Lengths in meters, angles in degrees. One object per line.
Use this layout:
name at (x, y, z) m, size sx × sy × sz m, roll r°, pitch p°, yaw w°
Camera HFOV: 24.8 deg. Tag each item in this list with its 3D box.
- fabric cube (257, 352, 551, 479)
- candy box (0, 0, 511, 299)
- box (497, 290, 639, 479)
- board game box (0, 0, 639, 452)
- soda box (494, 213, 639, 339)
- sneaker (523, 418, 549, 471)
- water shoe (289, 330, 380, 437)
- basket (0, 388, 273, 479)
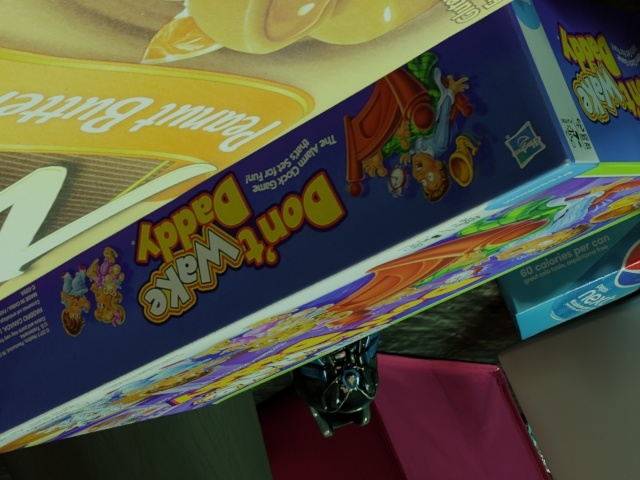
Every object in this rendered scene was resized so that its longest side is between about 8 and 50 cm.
fabric cube at (0.045, 0.266, 1.227) m, size 0.258 × 0.254 × 0.259 m, roll -35°, pitch 154°, yaw 25°
candy box at (-0.098, -0.062, 0.400) m, size 0.316 × 0.087 × 0.183 m, roll -30°, pitch 159°, yaw 17°
box at (0.329, 0.085, 1.052) m, size 0.215 × 0.168 × 0.345 m, roll -20°, pitch 174°, yaw -30°
board game box at (0.000, 0.000, 0.695) m, size 0.347 × 0.078 × 0.233 m, roll -27°, pitch 169°, yaw 30°
soda box at (0.216, -0.012, 0.985) m, size 0.210 × 0.071 × 0.067 m, roll -24°, pitch 159°, yaw 4°
sneaker at (0.203, 0.213, 1.512) m, size 0.166 × 0.065 × 0.076 m, roll -16°, pitch 154°, yaw -20°
water shoe at (0.019, 0.072, 0.978) m, size 0.073 × 0.080 × 0.203 m, roll -19°, pitch 158°, yaw -9°
basket at (-0.101, 0.203, 0.972) m, size 0.204 × 0.227 × 0.154 m, roll 3°, pitch 147°, yaw -46°
